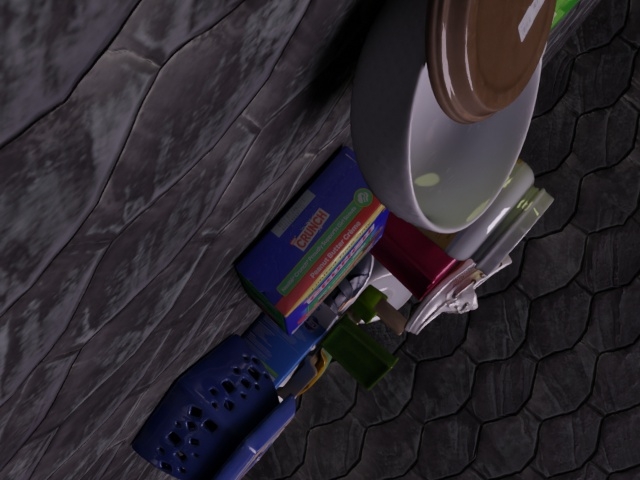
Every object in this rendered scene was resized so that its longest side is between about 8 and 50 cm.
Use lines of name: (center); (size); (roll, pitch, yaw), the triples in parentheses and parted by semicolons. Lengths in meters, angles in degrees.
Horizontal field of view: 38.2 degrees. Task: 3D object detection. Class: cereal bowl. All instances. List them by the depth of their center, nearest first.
cereal bowl: (0.140, -0.187, 1.135); (0.339, 0.141, 0.339); (-34, 133, -46)

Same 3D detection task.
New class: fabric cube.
fabric cube: (0.225, -0.063, 1.990); (0.258, 0.254, 0.259); (-44, 172, -9)

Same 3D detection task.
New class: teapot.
teapot: (0.123, 0.094, 2.526); (0.255, 0.187, 0.253); (-20, 144, -14)

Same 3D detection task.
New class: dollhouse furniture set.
dollhouse furniture set: (0.058, 0.276, 2.123); (0.301, 0.151, 0.197); (-50, 177, 34)

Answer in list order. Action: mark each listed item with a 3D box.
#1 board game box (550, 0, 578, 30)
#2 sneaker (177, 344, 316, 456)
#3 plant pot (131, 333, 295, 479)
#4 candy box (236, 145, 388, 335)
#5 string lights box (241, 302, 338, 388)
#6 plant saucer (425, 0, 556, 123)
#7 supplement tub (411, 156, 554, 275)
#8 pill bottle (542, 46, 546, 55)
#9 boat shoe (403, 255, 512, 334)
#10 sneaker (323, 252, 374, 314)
board game box: (0.379, -0.401, 1.729); (0.242, 0.064, 0.316); (-46, -177, -22)
sneaker: (-0.155, 0.356, 2.220); (0.447, 0.169, 0.257); (-43, 172, -23)
plant pot: (-0.201, 0.368, 1.867); (0.236, 0.212, 0.236); (-55, 170, 31)
candy box: (-0.007, 0.014, 1.571); (0.268, 0.122, 0.317); (-48, 171, -9)
string lights box: (-0.093, 0.224, 2.065); (0.260, 0.133, 0.077); (-48, 172, -6)
plant saucer: (0.200, -0.263, 1.020); (0.278, 0.041, 0.278); (-32, 131, -47)
supplement tub: (0.259, -0.106, 1.752); (0.228, 0.316, 0.228); (-48, 172, -9)
pill bottle: (0.274, -0.305, 1.490); (0.153, 0.153, 0.265); (-47, 171, -18)
boat shoe: (0.296, 0.112, 1.962); (0.277, 0.096, 0.098); (-44, 173, -4)
sneaker: (0.008, 0.131, 2.210); (0.321, 0.126, 0.127); (-48, 178, 3)
